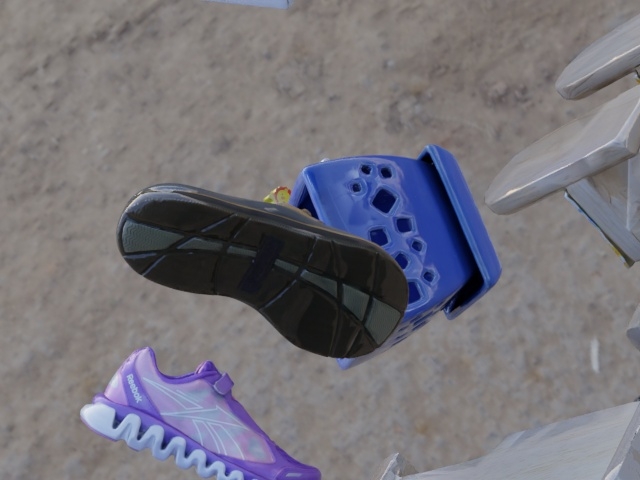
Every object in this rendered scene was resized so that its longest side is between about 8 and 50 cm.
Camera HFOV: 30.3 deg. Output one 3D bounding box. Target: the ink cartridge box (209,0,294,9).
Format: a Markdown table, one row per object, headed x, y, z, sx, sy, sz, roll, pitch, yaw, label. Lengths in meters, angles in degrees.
| x | y | z | sx | sy | sz | roll | pitch | yaw | label |
| --- | --- | --- | --- | --- | --- | --- | --- | --- | --- |
| -0.136 | -0.336 | 1.138 | 0.289 | 0.121 | 0.211 | 10 | 42 | 17 | ink cartridge box |

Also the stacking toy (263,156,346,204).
| x | y | z | sx | sy | sz | roll | pitch | yaw | label |
| --- | --- | --- | --- | --- | --- | --- | --- | --- | --- |
| 0.000 | 0.000 | 1.758 | 0.167 | 0.052 | 0.221 | -29 | 71 | 50 | stacking toy |

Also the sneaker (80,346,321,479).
| x | y | z | sx | sy | sz | roll | pitch | yaw | label |
| --- | --- | --- | --- | --- | --- | --- | --- | --- | --- |
| -0.100 | 0.172 | 1.115 | 0.236 | 0.095 | 0.104 | 25 | 78 | -7 | sneaker |

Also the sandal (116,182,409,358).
| x | y | z | sx | sy | sz | roll | pitch | yaw | label |
| --- | --- | --- | --- | --- | --- | --- | --- | --- | --- |
| -0.033 | 0.012 | 0.769 | 0.090 | 0.219 | 0.060 | -57 | 30 | 24 | sandal |

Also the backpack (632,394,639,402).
| x | y | z | sx | sy | sz | roll | pitch | yaw | label |
| --- | --- | --- | --- | --- | --- | --- | --- | --- | --- |
| 0.423 | 0.200 | 1.211 | 0.144 | 0.188 | 0.166 | -49 | 51 | 8 | backpack |

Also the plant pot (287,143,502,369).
| x | y | z | sx | sy | sz | roll | pitch | yaw | label |
| --- | --- | --- | --- | --- | --- | --- | --- | --- | --- |
| 0.095 | 0.014 | 1.556 | 0.212 | 0.236 | 0.236 | -18 | 77 | -13 | plant pot |

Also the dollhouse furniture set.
| x | y | z | sx | sy | sz | roll | pitch | yaw | label |
| --- | --- | --- | --- | --- | --- | --- | --- | --- | --- |
| 0.238 | 0.094 | 0.839 | 0.256 | 0.362 | 0.394 | -29 | 18 | 53 | dollhouse furniture set |
